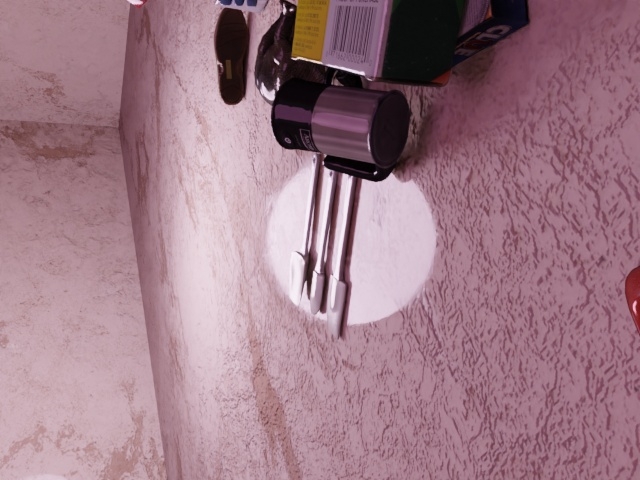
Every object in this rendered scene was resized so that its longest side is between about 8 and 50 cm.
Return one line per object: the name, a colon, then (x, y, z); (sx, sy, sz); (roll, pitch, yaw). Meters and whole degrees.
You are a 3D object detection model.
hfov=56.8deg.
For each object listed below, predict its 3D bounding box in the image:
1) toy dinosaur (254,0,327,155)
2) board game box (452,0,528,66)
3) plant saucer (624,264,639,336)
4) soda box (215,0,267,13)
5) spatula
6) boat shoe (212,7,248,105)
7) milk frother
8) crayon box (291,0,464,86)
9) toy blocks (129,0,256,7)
toy dinosaur: (-0.050, -0.250, 0.842); (0.313, 0.121, 0.160); (49, 120, 49)
board game box: (0.117, -0.295, 0.571); (0.165, 0.042, 0.243); (168, 100, -65)
plant saucer: (0.268, 0.087, 0.256); (0.258, 0.047, 0.259); (132, 131, -56)
soda box: (-0.098, -0.503, 0.967); (0.286, 0.091, 0.098); (144, 123, -60)
spatula: (0.000, 0.000, 0.859); (0.168, 0.019, 0.242); (-144, 57, -61)
boat shoe: (-0.186, -0.373, 1.198); (0.072, 0.068, 0.190); (-124, 39, -68)
milk frother: (0.042, -0.153, 0.679); (0.134, 0.129, 0.143); (17, 80, 32)
crayon box: (0.061, -0.317, 0.542); (0.202, 0.081, 0.319); (-138, 51, -57)
toy blocks: (-0.128, -0.429, 0.762); (0.191, 0.381, 0.261); (-98, 10, -59)
